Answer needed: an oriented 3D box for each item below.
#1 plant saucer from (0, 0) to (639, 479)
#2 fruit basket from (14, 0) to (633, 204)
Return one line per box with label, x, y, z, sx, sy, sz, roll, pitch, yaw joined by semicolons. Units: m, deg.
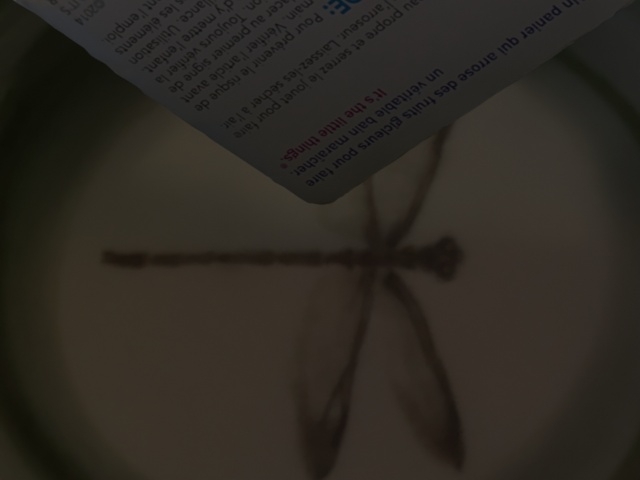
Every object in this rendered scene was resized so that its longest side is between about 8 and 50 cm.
plant saucer;0.000;0.000;0.603;0.401;0.100;0.400;-4;-119;8
fruit basket;-0.017;-0.183;0.433;0.353;0.327;0.165;31;-138;-30
